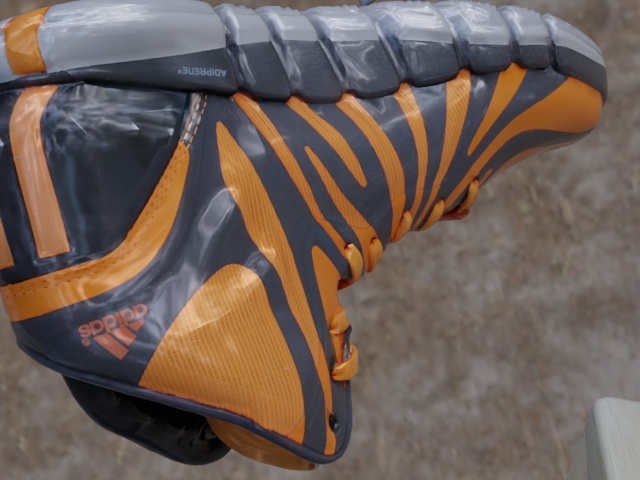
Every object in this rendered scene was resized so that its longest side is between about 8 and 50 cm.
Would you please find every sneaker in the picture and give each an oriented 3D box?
[{"bbox_3d":[0.000,0.000,0.778,0.321,0.180,0.124,-6,-4,-38],"label":"sneaker"}]

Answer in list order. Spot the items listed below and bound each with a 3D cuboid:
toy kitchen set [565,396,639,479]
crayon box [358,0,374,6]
[{"bbox_3d":[0.159,0.159,0.527,0.207,0.166,0.122,10,32,-5],"label":"toy kitchen set"},{"bbox_3d":[0.026,-0.329,1.123,0.203,0.083,0.323,-33,64,22],"label":"crayon box"}]
